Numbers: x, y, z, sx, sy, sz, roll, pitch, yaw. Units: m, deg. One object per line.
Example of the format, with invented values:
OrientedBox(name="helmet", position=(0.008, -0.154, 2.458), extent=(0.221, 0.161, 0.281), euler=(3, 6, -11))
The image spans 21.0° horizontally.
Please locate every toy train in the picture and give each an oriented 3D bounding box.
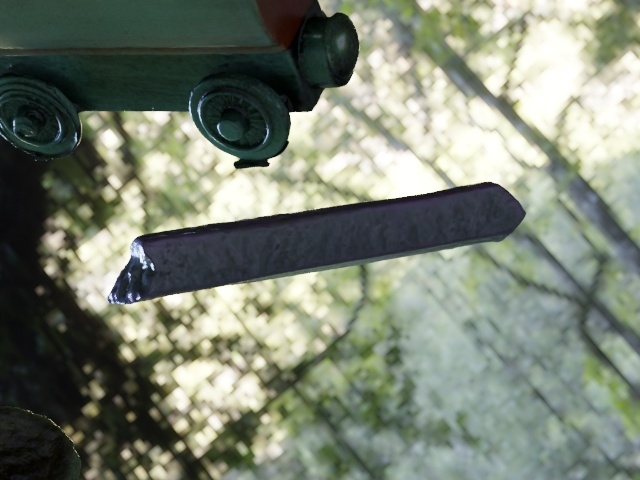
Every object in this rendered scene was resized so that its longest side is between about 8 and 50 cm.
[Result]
OrientedBox(name="toy train", position=(-0.119, -0.142, 1.064), extent=(0.116, 0.285, 0.177), euler=(-63, -35, -38))

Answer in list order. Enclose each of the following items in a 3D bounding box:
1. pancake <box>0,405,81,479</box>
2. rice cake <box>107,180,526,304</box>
OrientedBox(name="pancake", position=(-0.273, 0.200, 1.523), extent=(0.116, 0.129, 0.022), euler=(-44, -24, -27))
OrientedBox(name="rice cake", position=(0.000, 0.000, 1.447), extent=(0.365, 0.056, 0.073), euler=(-9, -2, -17))
